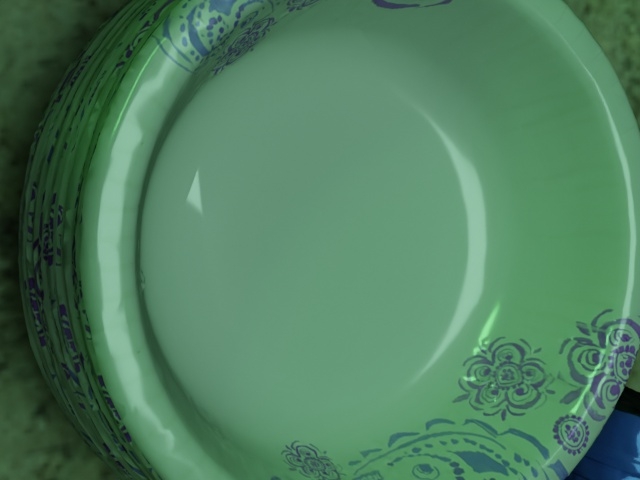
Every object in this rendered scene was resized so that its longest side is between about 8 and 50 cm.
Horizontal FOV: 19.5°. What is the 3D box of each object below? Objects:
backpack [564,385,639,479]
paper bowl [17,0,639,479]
[{"bbox_3d":[0.150,0.123,0.960,0.098,0.120,0.101,16,86,-29],"label":"backpack"},{"bbox_3d":[0.000,0.000,0.854,0.284,0.148,0.284,-2,95,-28],"label":"paper bowl"}]
